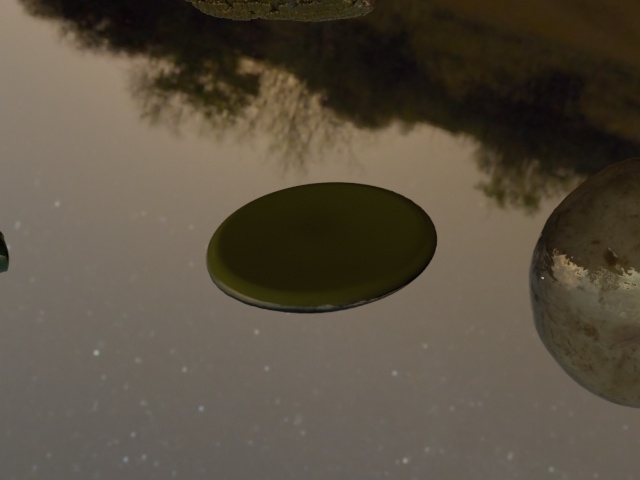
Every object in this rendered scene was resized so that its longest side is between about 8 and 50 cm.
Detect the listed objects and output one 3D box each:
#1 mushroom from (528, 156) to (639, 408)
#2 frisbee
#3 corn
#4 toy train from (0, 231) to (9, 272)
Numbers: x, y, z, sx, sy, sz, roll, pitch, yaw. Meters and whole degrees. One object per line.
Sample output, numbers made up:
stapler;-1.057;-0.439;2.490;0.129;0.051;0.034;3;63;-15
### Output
mushroom;0.300;0.029;1.146;0.188;0.254;0.195;20;-172;-10
frisbee;0.000;0.000;1.156;0.235;0.017;0.236;-5;-148;3
corn;-0.057;-0.328;1.467;0.319;0.097;0.097;11;-177;37
toy train;-0.159;0.008;0.357;0.122;0.081;0.050;-25;-141;-31
